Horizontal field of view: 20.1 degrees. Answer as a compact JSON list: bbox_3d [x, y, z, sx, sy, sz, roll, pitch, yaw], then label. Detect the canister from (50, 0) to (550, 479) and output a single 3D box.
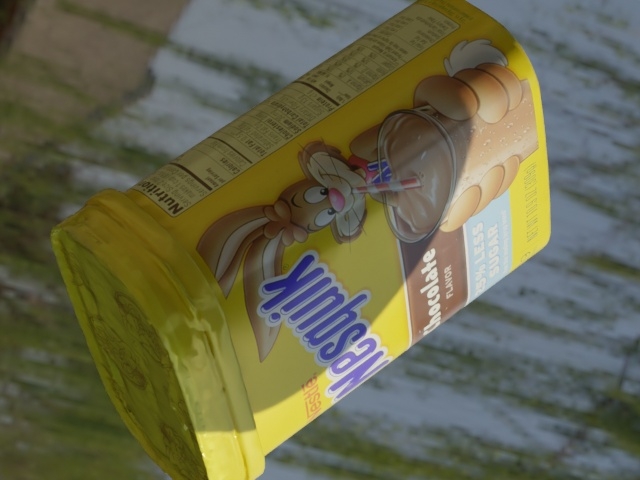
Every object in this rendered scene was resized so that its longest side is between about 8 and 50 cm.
[{"bbox_3d":[0.000,0.000,0.653,0.073,0.170,0.126,38,-26,37],"label":"canister"}]
